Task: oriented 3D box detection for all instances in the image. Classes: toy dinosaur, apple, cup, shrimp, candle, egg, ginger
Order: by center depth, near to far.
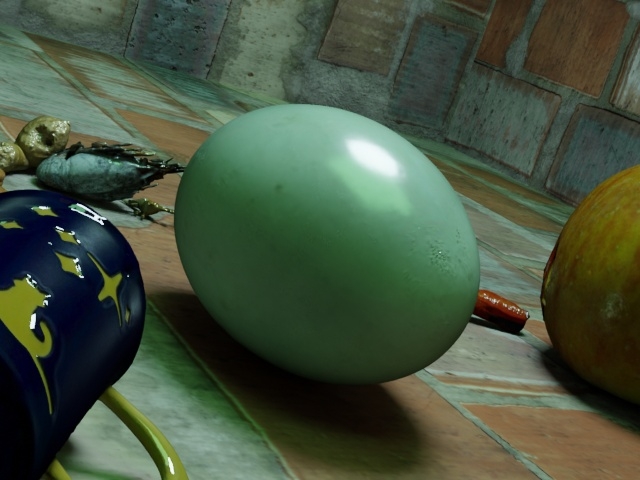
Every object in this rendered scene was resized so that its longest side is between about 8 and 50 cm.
[{"bbox_3d":[-0.188,0.091,0.672,0.255,0.178,0.256,18,15,-1],"label":"cup"},{"bbox_3d":[0.000,0.000,1.088,0.276,0.276,0.389,7,21,-43],"label":"egg"},{"bbox_3d":[0.505,0.067,1.416,0.400,0.333,0.400,17,14,-5],"label":"apple"},{"bbox_3d":[-0.289,-0.097,1.464,0.233,0.090,0.079,0,26,3],"label":"shrimp"},{"bbox_3d":[-0.259,-0.049,1.485,0.113,0.026,0.041,10,12,29],"label":"toy dinosaur"},{"bbox_3d":[-0.414,-0.139,1.490,0.067,0.096,0.165,60,21,-10],"label":"ginger"},{"bbox_3d":[0.235,0.096,1.543,0.162,0.048,0.053,22,54,-18],"label":"candle"}]

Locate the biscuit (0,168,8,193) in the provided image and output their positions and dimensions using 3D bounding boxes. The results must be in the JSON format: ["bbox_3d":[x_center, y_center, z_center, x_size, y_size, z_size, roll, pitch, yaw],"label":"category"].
[{"bbox_3d":[-0.544,-0.103,1.246,0.334,0.047,0.202,13,14,-23],"label":"biscuit"}]
